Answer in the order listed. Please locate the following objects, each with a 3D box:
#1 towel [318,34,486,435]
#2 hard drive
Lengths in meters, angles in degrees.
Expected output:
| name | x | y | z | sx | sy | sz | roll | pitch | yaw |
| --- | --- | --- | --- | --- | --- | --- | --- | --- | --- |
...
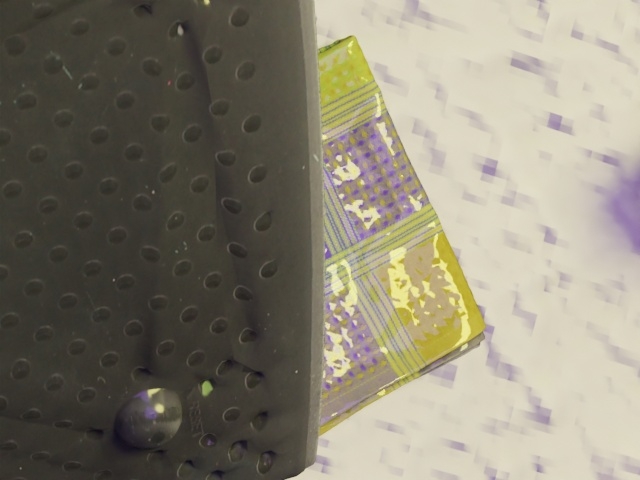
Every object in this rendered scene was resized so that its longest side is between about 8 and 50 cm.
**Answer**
| name | x | y | z | sx | sy | sz | roll | pitch | yaw |
| --- | --- | --- | --- | --- | --- | --- | --- | --- | --- |
| towel | 0.000 | 0.000 | 0.444 | 0.060 | 0.009 | 0.083 | -25 | 96 | -15 |
| hard drive | -0.088 | -0.035 | 0.333 | 0.172 | 0.054 | 0.255 | -19 | 131 | -16 |
